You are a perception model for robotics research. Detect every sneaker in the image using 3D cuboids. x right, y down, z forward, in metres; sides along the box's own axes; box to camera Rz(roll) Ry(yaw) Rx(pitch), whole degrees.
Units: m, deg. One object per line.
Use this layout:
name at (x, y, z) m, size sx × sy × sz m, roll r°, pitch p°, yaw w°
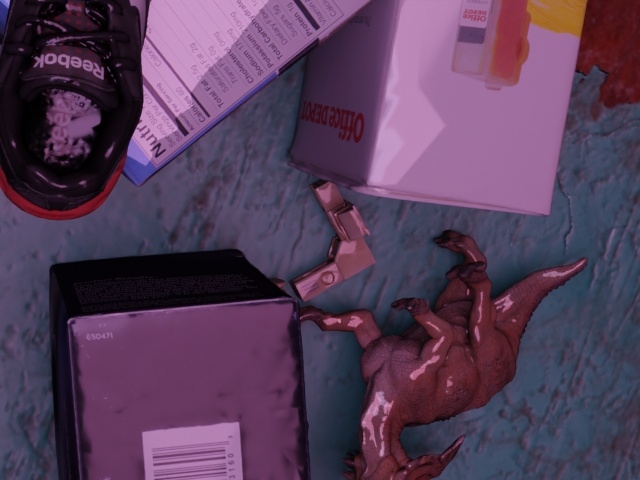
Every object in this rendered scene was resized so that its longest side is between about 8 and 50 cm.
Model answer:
sneaker at (-0.153, -0.143, 1.222) m, size 0.098 × 0.135 × 0.276 m, roll 7°, pitch 97°, yaw -9°

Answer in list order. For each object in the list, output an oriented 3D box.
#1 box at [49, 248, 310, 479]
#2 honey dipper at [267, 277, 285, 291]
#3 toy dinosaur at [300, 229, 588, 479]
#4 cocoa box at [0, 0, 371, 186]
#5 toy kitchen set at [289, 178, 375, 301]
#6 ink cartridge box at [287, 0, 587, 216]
box at (-0.118, 0.175, 1.540) m, size 0.183 × 0.294 × 0.296 m, roll -4°, pitch 97°, yaw -9°
honey dipper at (-0.045, 0.114, 1.687) m, size 0.030 × 0.030 × 0.160 m, roll -2°, pitch 100°, yaw -12°
toy dinosaur at (0.108, 0.119, 1.678) m, size 0.296 × 0.127 × 0.200 m, roll -29°, pitch 109°, yaw -20°
cocoa box at (-0.143, -0.208, 1.462) m, size 0.228 × 0.347 × 0.231 m, roll -40°, pitch 104°, yaw -5°
toy kitchen set at (0.000, 0.000, 1.661) m, size 0.075 × 0.068 × 0.083 m, roll -29°, pitch 101°, yaw -7°
ink cartridge box at (0.105, -0.227, 1.551) m, size 0.160 × 0.279 × 0.384 m, roll 9°, pitch 95°, yaw -14°
